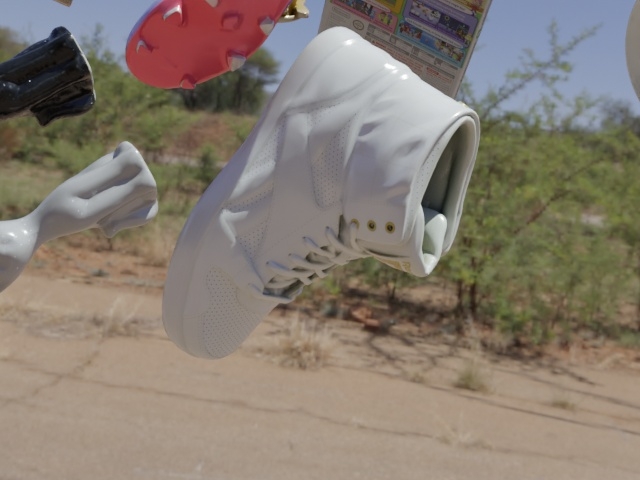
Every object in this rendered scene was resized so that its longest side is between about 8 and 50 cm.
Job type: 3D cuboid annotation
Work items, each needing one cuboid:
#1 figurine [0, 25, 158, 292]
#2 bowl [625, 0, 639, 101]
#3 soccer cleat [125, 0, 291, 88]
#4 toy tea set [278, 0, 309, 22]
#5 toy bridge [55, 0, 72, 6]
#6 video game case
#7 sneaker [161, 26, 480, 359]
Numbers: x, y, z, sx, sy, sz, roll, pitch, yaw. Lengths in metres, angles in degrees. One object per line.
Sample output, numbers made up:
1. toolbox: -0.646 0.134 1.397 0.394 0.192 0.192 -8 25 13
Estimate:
1. figurine: -0.298 -0.072 0.845 0.209 0.215 0.092 -31 7 -16
2. bowl: 0.623 -0.290 1.276 0.134 0.298 0.298 -24 19 -23
3. soccer cleat: -0.055 -0.210 0.647 0.083 0.248 0.095 33 32 -35
4. toy tea set: 0.037 -0.392 1.206 0.336 0.124 0.200 -2 32 -15
5. toy bridge: -0.411 -0.497 1.478 0.063 0.188 0.026 21 -5 -26
6. video game case: 0.101 -0.282 1.088 0.212 0.193 0.023 31 45 15
7. sneaker: 0.000 0.000 0.637 0.169 0.293 0.108 38 14 33
